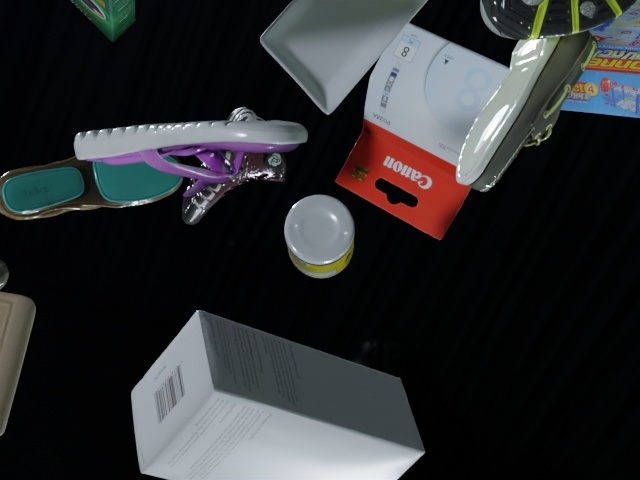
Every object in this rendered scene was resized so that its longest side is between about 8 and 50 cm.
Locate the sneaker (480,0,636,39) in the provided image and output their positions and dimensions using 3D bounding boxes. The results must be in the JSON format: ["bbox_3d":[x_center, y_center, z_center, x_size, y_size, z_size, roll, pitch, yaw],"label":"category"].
[{"bbox_3d":[0.379,-0.372,1.544,0.145,0.384,0.147,61,168,-4],"label":"sneaker"}]

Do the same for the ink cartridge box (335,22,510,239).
[{"bbox_3d":[0.215,-0.240,2.454,0.308,0.385,0.091,31,-175,29],"label":"ink cartridge box"}]

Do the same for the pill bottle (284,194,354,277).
[{"bbox_3d":[0.000,0.000,1.989,0.119,0.119,0.208,29,171,6],"label":"pill bottle"}]

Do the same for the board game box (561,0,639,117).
[{"bbox_3d":[0.571,-0.345,2.125,0.308,0.086,0.302,11,-139,36],"label":"board game box"}]

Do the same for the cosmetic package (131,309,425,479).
[{"bbox_3d":[-0.059,0.260,1.623,0.365,0.197,0.155,22,-147,-33],"label":"cosmetic package"}]

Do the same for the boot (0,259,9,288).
[{"bbox_3d":[-0.694,0.096,2.216,0.246,0.083,0.161,-18,-169,-37],"label":"boot"}]

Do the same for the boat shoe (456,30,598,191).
[{"bbox_3d":[0.287,-0.186,1.568,0.091,0.305,0.109,36,162,-18],"label":"boat shoe"}]

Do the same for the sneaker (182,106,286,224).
[{"bbox_3d":[-0.160,-0.125,2.347,0.162,0.281,0.106,22,-152,-26],"label":"sneaker"}]

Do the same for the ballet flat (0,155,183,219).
[{"bbox_3d":[-0.423,-0.101,2.065,0.342,0.116,0.124,-15,-176,-25],"label":"ballet flat"}]

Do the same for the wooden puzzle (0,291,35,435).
[{"bbox_3d":[-0.570,0.172,1.725,0.238,0.044,0.221,12,-113,-5],"label":"wooden puzzle"}]

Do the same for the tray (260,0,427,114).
[{"bbox_3d":[0.044,-0.315,1.551,0.145,0.270,0.030,45,167,-24],"label":"tray"}]

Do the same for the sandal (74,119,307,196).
[{"bbox_3d":[-0.175,-0.113,1.584,0.416,0.102,0.169,2,-172,44],"label":"sandal"}]

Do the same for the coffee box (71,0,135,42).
[{"bbox_3d":[-0.252,-0.287,1.238,0.113,0.040,0.184,44,170,-2],"label":"coffee box"}]
